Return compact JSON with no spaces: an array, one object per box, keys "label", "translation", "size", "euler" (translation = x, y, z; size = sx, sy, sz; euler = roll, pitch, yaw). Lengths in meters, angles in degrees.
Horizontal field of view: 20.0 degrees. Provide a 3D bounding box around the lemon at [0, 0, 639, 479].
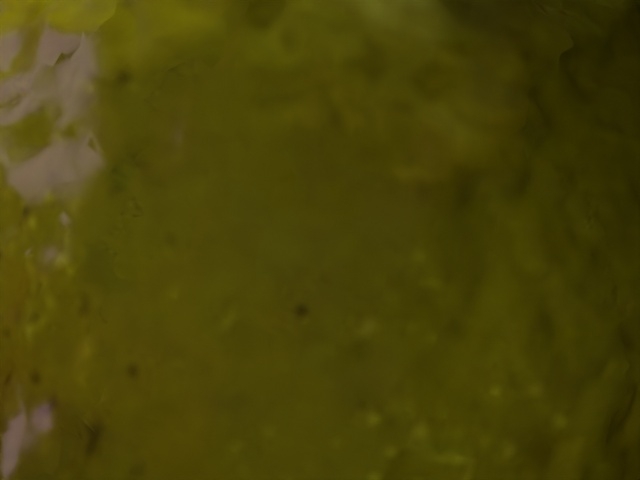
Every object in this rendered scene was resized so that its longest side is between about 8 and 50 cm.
[{"label":"lemon","translation":[0.000,0.000,0.538],"size":[0.268,0.268,0.322],"euler":[-53,5,40]}]
